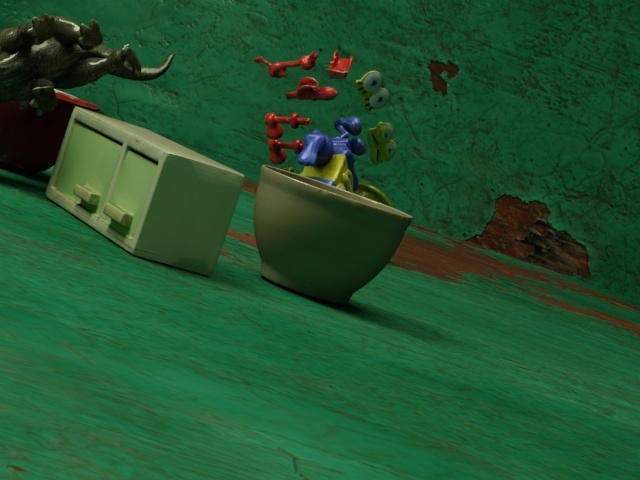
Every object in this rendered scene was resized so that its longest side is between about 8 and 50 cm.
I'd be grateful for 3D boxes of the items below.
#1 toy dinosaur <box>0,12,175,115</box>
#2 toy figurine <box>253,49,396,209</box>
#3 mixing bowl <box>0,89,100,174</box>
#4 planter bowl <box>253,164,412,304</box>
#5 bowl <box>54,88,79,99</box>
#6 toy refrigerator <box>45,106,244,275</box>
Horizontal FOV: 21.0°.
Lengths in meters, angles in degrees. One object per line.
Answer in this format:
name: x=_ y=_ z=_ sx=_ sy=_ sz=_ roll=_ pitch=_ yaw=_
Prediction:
toy dinosaur: x=-0.294 y=-0.193 z=1.816 sx=0.160 sy=0.121 sz=0.313 roll=9 pitch=28 yaw=44
toy figurine: x=-0.011 y=-0.060 z=2.400 sx=0.191 sy=0.217 sz=0.362 roll=6 pitch=-44 yaw=17
mixing bowl: x=-0.354 y=-0.136 z=1.979 sx=0.181 sy=0.098 sz=0.181 roll=20 pitch=4 yaw=-1
planter bowl: x=0.000 y=0.000 z=1.754 sx=0.162 sy=0.109 sz=0.162 roll=19 pitch=5 yaw=-2
bowl: x=-0.391 y=-0.177 z=2.464 sx=0.170 sy=0.080 sz=0.170 roll=19 pitch=5 yaw=-2
toy refrigerator: x=-0.181 y=-0.054 z=1.690 sx=0.094 sy=0.102 sz=0.269 roll=17 pitch=5 yaw=-30
